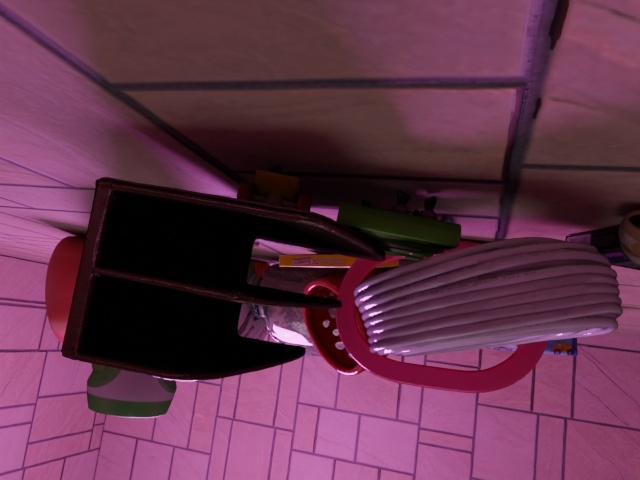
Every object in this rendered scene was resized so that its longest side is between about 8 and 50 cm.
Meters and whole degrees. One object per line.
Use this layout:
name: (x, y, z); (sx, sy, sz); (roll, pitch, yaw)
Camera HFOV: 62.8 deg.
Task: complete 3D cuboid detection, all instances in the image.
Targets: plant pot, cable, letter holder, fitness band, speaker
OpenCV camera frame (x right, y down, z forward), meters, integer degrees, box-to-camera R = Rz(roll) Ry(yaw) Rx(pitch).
plant pot: (-0.489, 0.118, 1.287); (0.244, 0.274, 0.275); (-2, 171, -2)
plant pot: (0.087, 0.136, 1.001); (0.174, 0.191, 0.191); (-20, -174, -30)
cable: (0.168, 0.068, 0.548); (0.257, 0.089, 0.257); (-15, 164, 26)
letter holder: (-0.057, 0.054, 0.540); (0.215, 0.151, 0.302); (8, 175, 17)
fitness band: (0.166, 0.102, 0.737); (0.291, 0.208, 0.054); (6, 169, 11)
speaker: (-0.255, 0.097, 0.771); (0.131, 0.296, 0.131); (7, 171, 1)

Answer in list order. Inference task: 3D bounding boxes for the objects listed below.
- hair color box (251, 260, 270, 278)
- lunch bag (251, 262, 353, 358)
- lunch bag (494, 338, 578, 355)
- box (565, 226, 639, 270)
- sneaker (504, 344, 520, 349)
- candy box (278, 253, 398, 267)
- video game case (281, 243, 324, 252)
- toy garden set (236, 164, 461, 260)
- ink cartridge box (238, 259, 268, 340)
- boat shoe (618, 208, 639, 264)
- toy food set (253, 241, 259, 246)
hair color box: (-0.226, 0.074, 1.358); (0.167, 0.053, 0.093); (10, 171, -25)
lunch bag: (0.013, 0.158, 1.259); (0.305, 0.212, 0.256); (4, 154, 15)
lunch bag: (0.561, 0.222, 1.465); (0.221, 0.138, 0.293); (3, 179, 10)
box: (0.383, 0.013, 0.592); (0.162, 0.029, 0.116); (11, 171, -14)
sneaker: (0.318, 0.127, 1.053); (0.150, 0.135, 0.366); (3, 159, 30)
candy box: (0.030, 0.036, 0.960); (0.206, 0.027, 0.105); (-2, -179, 45)
video game case: (0.000, 0.000, 0.851); (0.119, 0.015, 0.166); (14, 169, -33)
toy garden set: (0.030, -0.026, 0.575); (0.204, 0.049, 0.244); (11, 176, 3)
ink cartridge box: (-0.208, 0.166, 1.249); (0.093, 0.160, 0.219); (1, 125, 28)
boat shoe: (0.358, 0.001, 0.439); (0.190, 0.068, 0.072); (2, 157, 32)
toy food set: (-0.196, 0.003, 0.988); (0.133, 0.038, 0.192); (4, 168, -27)
